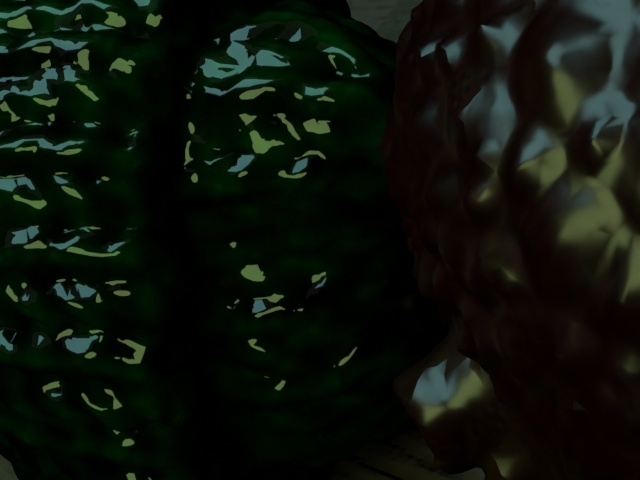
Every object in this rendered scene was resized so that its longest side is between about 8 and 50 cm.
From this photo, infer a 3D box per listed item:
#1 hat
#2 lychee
[{"bbox_3d":[0.000,0.000,0.790,0.332,0.274,0.242,2,50,27],"label":"hat"},{"bbox_3d":[0.141,-0.004,0.489,0.260,0.260,0.260,-38,24,21],"label":"lychee"}]
